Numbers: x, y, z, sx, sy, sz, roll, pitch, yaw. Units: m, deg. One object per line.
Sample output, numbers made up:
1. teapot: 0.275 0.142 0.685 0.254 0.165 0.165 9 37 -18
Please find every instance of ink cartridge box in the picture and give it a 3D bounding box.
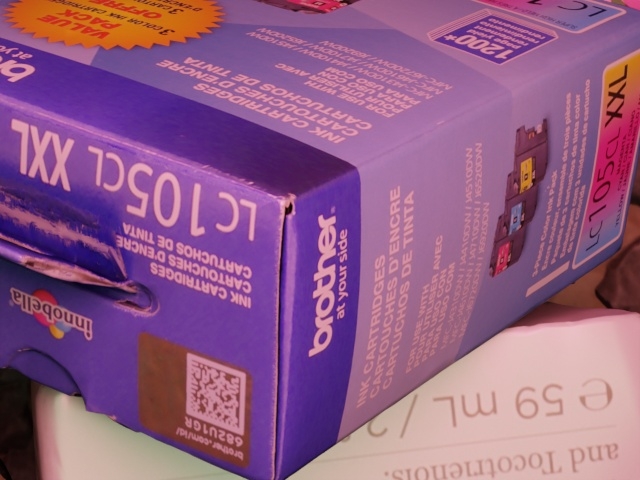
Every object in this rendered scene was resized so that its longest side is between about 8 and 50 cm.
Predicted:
1. ink cartridge box: -0.044 -0.032 0.974 0.270 0.395 0.151 20 121 30

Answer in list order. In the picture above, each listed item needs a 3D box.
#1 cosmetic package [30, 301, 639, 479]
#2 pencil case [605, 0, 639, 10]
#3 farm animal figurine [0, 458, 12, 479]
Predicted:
1. cosmetic package: 0.010 0.243 1.146 0.329 0.327 0.394 -6 91 -10
2. pencil case: 0.138 -0.158 1.292 0.209 0.095 0.098 -21 124 -9
3. farm animal figurine: -0.254 0.060 1.133 0.172 0.330 0.327 -9 74 -38
